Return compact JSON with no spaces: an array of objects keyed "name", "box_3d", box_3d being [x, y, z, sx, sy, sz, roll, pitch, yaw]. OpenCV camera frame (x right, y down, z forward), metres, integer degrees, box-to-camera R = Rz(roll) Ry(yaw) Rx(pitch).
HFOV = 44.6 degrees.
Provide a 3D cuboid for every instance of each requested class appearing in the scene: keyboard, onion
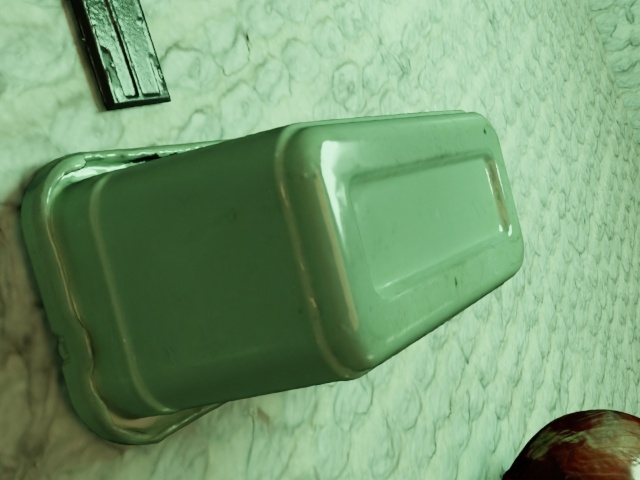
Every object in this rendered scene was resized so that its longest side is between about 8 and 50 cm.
[{"name":"keyboard","box_3d":[-0.148,-0.183,0.507,0.064,0.010,0.198,-25,100,-58]},{"name":"onion","box_3d":[0.235,0.295,0.780,0.272,0.195,0.272,17,90,-79]}]

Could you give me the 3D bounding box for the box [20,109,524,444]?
[{"name":"box","box_3d":[0.000,0.000,0.505,0.312,0.182,0.175,-18,93,-56]}]
